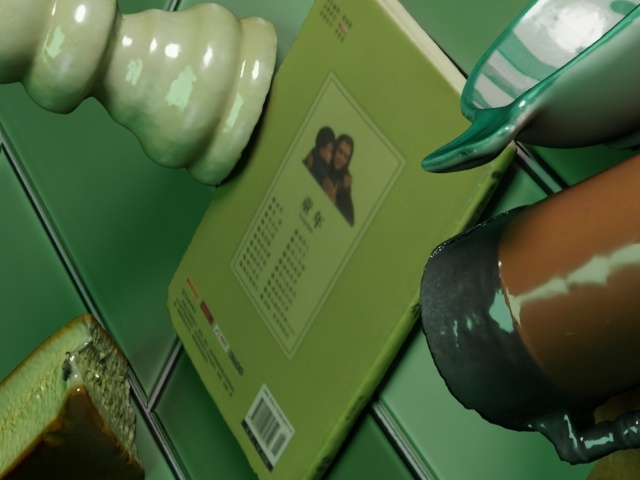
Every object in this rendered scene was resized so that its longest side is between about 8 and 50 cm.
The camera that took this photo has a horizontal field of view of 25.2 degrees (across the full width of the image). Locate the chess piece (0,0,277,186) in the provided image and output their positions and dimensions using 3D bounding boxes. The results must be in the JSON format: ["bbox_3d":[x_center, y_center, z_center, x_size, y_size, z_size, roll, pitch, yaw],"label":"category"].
[{"bbox_3d":[-0.177,-0.146,1.113,0.144,0.251,0.144,-52,29,44],"label":"chess piece"}]

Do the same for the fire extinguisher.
[{"bbox_3d":[0.236,0.014,0.682,0.376,0.113,0.200,-29,92,37],"label":"fire extinguisher"}]

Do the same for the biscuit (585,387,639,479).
[{"bbox_3d":[0.176,0.102,0.818,0.186,0.036,0.192,-58,43,33],"label":"biscuit"}]

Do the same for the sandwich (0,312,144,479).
[{"bbox_3d":[-0.224,0.162,1.273,0.235,0.128,0.122,-40,52,42],"label":"sandwich"}]

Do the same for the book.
[{"bbox_3d":[0.000,0.000,1.066,0.352,0.035,0.239,-60,44,29],"label":"book"}]

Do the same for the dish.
[{"bbox_3d":[0.164,-0.101,0.768,0.246,0.078,0.224,-48,14,-23],"label":"dish"}]
